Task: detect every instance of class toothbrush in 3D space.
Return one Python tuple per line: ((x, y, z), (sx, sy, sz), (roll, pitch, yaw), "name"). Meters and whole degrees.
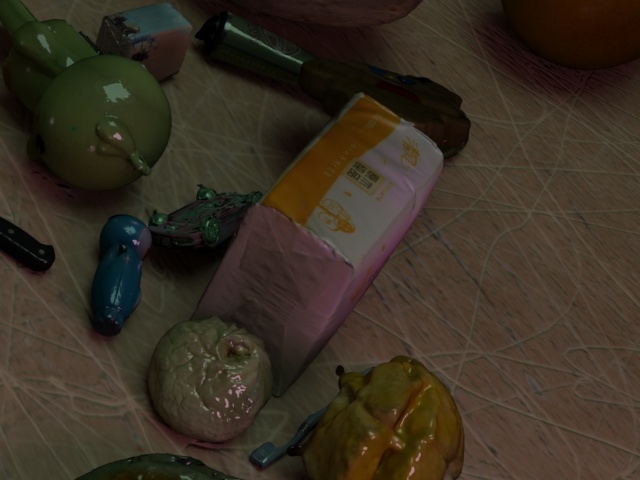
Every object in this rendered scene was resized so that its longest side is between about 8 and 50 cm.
((-0.001, 0.157, 1.284), (0.019, 0.013, 0.193), (36, 38, 19), "toothbrush")

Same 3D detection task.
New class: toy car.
((-0.108, -0.015, 1.358), (0.069, 0.055, 0.142), (6, 21, 29), "toy car")

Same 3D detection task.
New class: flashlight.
((-0.184, 0.031, 1.272), (0.051, 0.051, 0.129), (21, 45, -14), "flashlight")

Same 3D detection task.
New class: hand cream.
((-0.030, -0.203, 1.619), (0.235, 0.055, 0.086), (19, 21, -17), "hand cream")

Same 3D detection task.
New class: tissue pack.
((0.000, 0.000, 1.316), (0.124, 0.185, 0.225), (36, 39, 4), "tissue pack")
((-0.189, -0.206, 1.500), (0.059, 0.074, 0.094), (40, 40, 22), "tissue pack")

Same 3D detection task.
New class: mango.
((0.398, -0.348, 1.909), (0.378, 0.264, 0.221), (-1, 55, -57), "mango")

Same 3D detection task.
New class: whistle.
((-0.255, -0.142, 1.371), (0.294, 0.141, 0.141), (33, 34, 32), "whistle")

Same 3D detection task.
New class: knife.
((-0.332, -0.054, 1.284), (0.245, 0.019, 0.072), (34, 39, 6), "knife")

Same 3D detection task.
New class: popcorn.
((0.054, 0.176, 1.200), (0.152, 0.148, 0.167), (19, 24, 19), "popcorn")

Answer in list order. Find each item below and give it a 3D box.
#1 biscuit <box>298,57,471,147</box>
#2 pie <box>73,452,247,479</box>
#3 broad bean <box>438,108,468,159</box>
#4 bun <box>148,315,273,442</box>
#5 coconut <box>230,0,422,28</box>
((0.081, -0.152, 1.524), (0.183, 0.047, 0.320), (29, 17, 20), "biscuit")
((-0.084, 0.283, 1.051), (0.302, 0.067, 0.302), (19, 39, -16), "pie")
((0.086, -0.109, 1.601), (0.098, 0.056, 0.318), (24, 26, 22), "broad bean")
((-0.092, 0.115, 1.216), (0.115, 0.069, 0.115), (13, 49, -15), "bun")
((0.010, -0.447, 1.648), (0.346, 0.346, 0.360), (9, 82, -27), "coconut")
